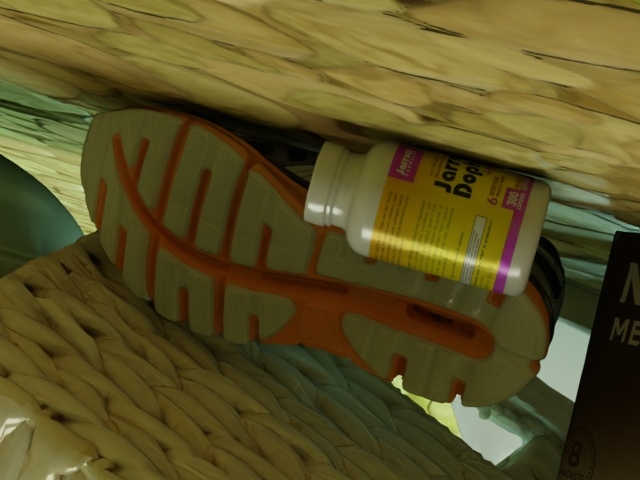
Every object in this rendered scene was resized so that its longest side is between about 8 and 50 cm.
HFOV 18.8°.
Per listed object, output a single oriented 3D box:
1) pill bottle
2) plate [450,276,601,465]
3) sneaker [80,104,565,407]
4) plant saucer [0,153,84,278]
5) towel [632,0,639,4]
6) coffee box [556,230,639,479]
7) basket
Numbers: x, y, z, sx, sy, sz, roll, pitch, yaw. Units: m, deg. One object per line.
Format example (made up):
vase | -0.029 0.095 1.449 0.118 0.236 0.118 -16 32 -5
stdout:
pill bottle | 0.038 -0.011 0.693 0.083 0.043 0.043 15 176 6
plate | 0.190 0.109 1.019 0.277 0.045 0.278 24 157 26
sneaker | 0.000 0.000 0.781 0.215 0.084 0.083 25 -152 16
plant saucer | -0.287 -0.050 1.008 0.400 0.100 0.400 16 177 1
towel | -0.051 -0.080 0.248 0.102 0.021 0.237 11 174 42
coffee box | 0.196 0.081 0.670 0.098 0.141 0.246 17 177 -28
basket | -0.052 0.200 0.859 0.328 0.331 0.266 38 -152 15
